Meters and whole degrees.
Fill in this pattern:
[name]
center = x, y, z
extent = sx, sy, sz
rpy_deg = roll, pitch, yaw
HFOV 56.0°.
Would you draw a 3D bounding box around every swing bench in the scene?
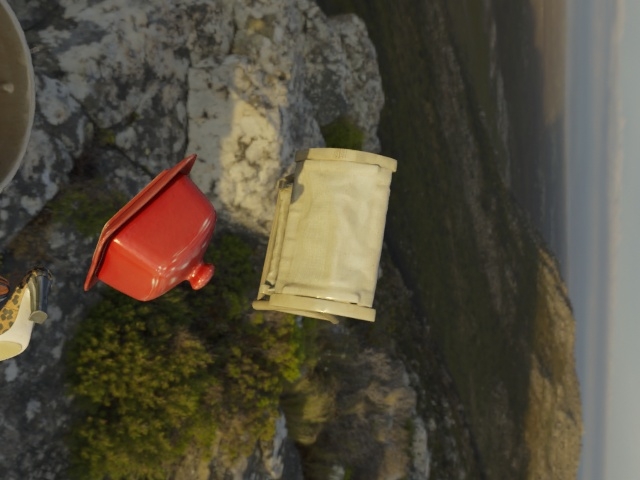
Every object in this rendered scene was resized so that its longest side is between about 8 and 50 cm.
[swing bench]
center = 0.000, 0.000, 1.004
extent = 0.255, 0.165, 0.253
rpy_deg = 141, -40, -75

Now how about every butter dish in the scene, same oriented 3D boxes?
[butter dish]
center = -0.172, 0.008, 0.684
extent = 0.118, 0.160, 0.160
rpy_deg = 41, 54, -5

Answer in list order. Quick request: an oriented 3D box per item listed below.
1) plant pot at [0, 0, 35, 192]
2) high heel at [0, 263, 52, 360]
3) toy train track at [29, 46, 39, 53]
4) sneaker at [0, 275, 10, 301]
[plant pot]
center = -0.634, -0.218, 0.833
extent = 0.334, 0.306, 0.333
rpy_deg = 8, 90, -84
[high heel]
center = -0.761, 0.181, 1.491
extent = 0.093, 0.261, 0.186
rpy_deg = 40, 19, -43
[toy train track]
center = -0.768, -0.492, 1.570
extent = 0.083, 0.014, 0.048
rpy_deg = -58, 152, -57
[sneaker]
center = -0.778, 0.022, 1.293
extent = 0.180, 0.125, 0.321
rpy_deg = -53, 148, -1
